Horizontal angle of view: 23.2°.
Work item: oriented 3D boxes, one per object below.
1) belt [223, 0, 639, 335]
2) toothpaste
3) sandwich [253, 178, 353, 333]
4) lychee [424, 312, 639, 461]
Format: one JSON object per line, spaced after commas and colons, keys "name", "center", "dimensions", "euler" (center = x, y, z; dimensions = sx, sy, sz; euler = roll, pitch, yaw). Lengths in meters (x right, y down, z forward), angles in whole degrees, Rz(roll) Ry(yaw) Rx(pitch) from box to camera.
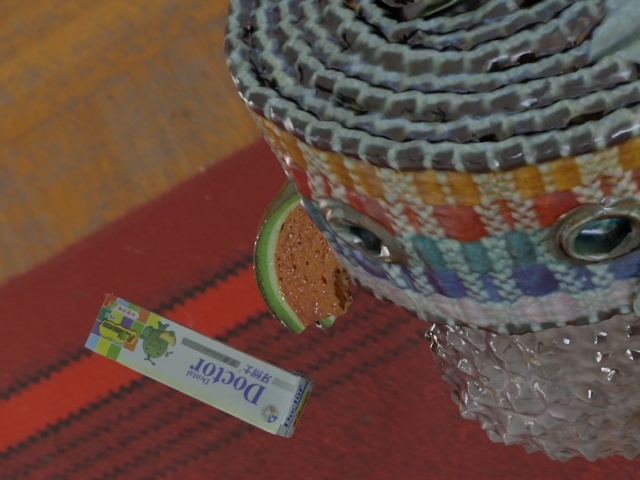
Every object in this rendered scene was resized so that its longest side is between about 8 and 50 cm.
{"name": "belt", "center": [0.100, -0.080, 0.603], "dimensions": [0.257, 0.150, 0.207], "euler": [-21, 51, 8]}
{"name": "toothpaste", "center": [-0.085, 0.085, 1.085], "dimensions": [0.164, 0.034, 0.046], "euler": [22, 85, 21]}
{"name": "sandwich", "center": [-0.001, -0.002, 0.867], "dimensions": [0.067, 0.135, 0.029], "euler": [19, 41, -5]}
{"name": "lychee", "center": [0.189, 0.008, 0.986], "dimensions": [0.300, 0.300, 0.300], "euler": [-3, 78, 17]}
